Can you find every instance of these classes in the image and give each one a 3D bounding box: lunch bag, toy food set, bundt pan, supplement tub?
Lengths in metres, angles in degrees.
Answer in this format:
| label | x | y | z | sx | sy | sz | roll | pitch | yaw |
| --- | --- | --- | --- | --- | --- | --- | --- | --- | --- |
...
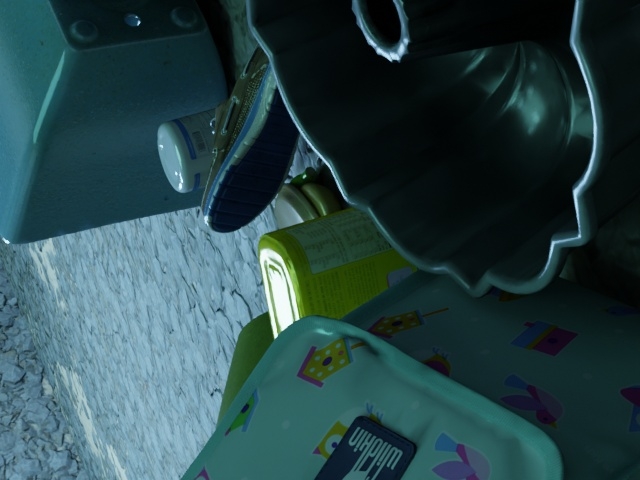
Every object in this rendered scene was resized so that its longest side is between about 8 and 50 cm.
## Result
| label | x | y | z | sx | sy | sz | roll | pitch | yaw |
| --- | --- | --- | --- | --- | --- | --- | --- | --- | --- |
| lunch bag | 0.078 | 0.128 | 0.688 | 0.223 | 0.262 | 0.160 | 26 | 130 | 46 |
| toy food set | 0.000 | 0.000 | 1.176 | 0.192 | 0.038 | 0.132 | 60 | 164 | 16 |
| bundt pan | 0.080 | -0.141 | 0.688 | 0.331 | 0.124 | 0.331 | 48 | 153 | 34 |
| supplement tub | -0.095 | -0.091 | 1.230 | 0.071 | 0.107 | 0.071 | 50 | 149 | 45 |

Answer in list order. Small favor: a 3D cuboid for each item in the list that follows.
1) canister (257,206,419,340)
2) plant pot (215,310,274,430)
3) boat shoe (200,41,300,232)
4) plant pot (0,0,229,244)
| label | x | y | z | sx | sy | sz | roll | pitch | yaw |
| --- | --- | --- | --- | --- | --- | --- | --- | --- | --- |
| canister | 0.052 | 0.029 | 0.864 | 0.073 | 0.170 | 0.126 | 28 | 131 | 62 |
| plant pot | 0.020 | 0.203 | 1.018 | 0.275 | 0.274 | 0.293 | 114 | 151 | -60 |
| boat shoe | -0.058 | -0.094 | 1.116 | 0.066 | 0.066 | 0.183 | 41 | 108 | 42 |
| plant pot | -0.233 | -0.184 | 1.343 | 0.247 | 0.248 | 0.252 | 63 | 149 | 24 |
